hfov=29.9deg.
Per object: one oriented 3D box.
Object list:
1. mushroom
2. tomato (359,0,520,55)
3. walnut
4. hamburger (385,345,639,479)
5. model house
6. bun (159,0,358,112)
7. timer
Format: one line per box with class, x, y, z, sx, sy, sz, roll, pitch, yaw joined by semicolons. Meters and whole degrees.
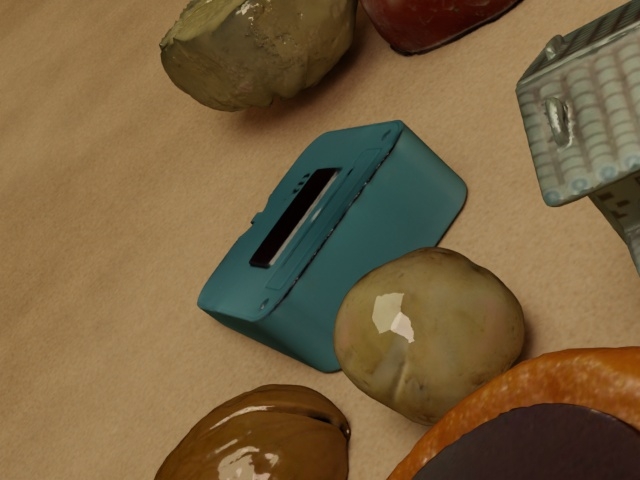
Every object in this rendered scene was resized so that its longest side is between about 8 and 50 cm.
mushroom;0.084;0.071;0.921;0.148;0.112;0.148;-4;69;10
tomato;0.120;-0.316;1.270;0.214;0.155;0.180;-29;40;24
walnut;-0.077;0.199;0.994;0.211;0.087;0.167;-42;36;8
hamburger;0.156;0.227;0.508;0.330;0.250;0.330;-43;31;34
model house;0.276;-0.076;0.763;0.224;0.215;0.198;-24;40;32
bun;-0.052;-0.249;1.389;0.259;0.152;0.259;-33;21;14
timer;0.000;0.000;1.159;0.232;0.091;0.250;-55;21;-10
